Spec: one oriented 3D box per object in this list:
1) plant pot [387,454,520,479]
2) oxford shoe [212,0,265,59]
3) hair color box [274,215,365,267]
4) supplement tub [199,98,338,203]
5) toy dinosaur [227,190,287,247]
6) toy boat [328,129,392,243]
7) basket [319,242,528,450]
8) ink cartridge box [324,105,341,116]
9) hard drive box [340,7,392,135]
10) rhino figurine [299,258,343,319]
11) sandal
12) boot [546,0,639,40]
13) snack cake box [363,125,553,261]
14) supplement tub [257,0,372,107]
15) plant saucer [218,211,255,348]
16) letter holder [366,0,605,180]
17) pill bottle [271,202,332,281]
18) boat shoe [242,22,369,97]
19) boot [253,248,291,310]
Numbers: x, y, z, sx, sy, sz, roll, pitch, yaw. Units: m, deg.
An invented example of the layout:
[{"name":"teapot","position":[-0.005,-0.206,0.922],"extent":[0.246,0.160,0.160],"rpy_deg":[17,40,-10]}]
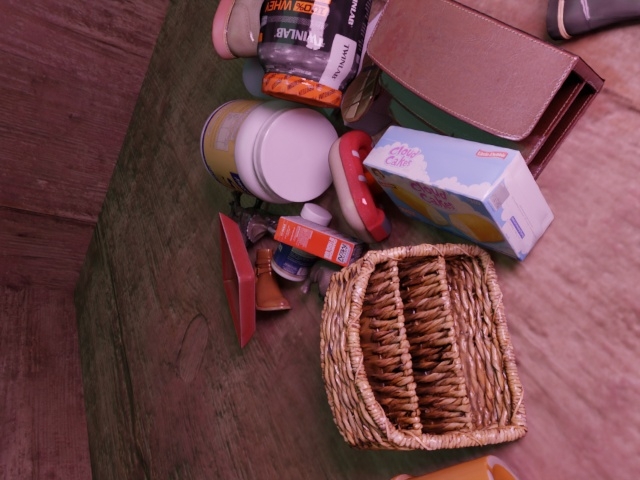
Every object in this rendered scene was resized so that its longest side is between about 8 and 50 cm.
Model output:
[{"name":"plant pot","position":[0.187,0.393,0.667],"extent":[0.188,0.205,0.205],"rpy_deg":[-42,47,19]},{"name":"oxford shoe","position":[-0.129,-0.611,1.200],"extent":[0.147,0.140,0.396],"rpy_deg":[11,83,21]},{"name":"hair color box","position":[0.000,0.000,1.034],"extent":[0.167,0.093,0.053],"rpy_deg":[20,100,18]},{"name":"supplement tub","position":[-0.128,-0.219,1.210],"extent":[0.331,0.241,0.240],"rpy_deg":[23,99,54]},{"name":"toy dinosaur","position":[-0.220,-0.035,1.388],"extent":[0.314,0.121,0.160],"rpy_deg":[-29,52,43]},{"name":"toy boat","position":[0.110,-0.118,0.974],"extent":[0.151,0.151,0.231],"rpy_deg":[-22,60,15]},{"name":"basket","position":[0.140,0.158,0.764],"extent":[0.223,0.214,0.299],"rpy_deg":[-27,60,48]},{"name":"ink cartridge box","position":[0.029,-0.337,1.210],"extent":[0.048,0.028,0.083],"rpy_deg":[-53,43,31]},{"name":"hard drive box","position":[0.140,-0.357,1.016],"extent":[0.232,0.089,0.181],"rpy_deg":[-34,55,44]},{"name":"rhino figurine","position":[0.045,0.123,1.023],"extent":[0.243,0.073,0.106],"rpy_deg":[47,121,47]},{"name":"sandal","position":[0.098,-0.301,0.948],"extent":[0.072,0.049,0.180],"rpy_deg":[12,77,48]},{"name":"boot","position":[0.405,-0.389,0.692],"extent":[0.137,0.077,0.197],"rpy_deg":[13,104,50]},{"name":"snack cake box","position":[0.205,-0.082,0.781],"extent":[0.089,0.152,0.264],"rpy_deg":[-52,36,-6]},{"name":"supplement tub","position":[-0.007,-0.443,0.973],"extent":[0.207,0.207,0.337],"rpy_deg":[24,106,54]},{"name":"plant saucer","position":[-0.210,0.098,1.276],"extent":[0.259,0.048,0.258],"rpy_deg":[-118,25,-45]},{"name":"letter holder","position":[0.212,-0.222,0.759],"extent":[0.302,0.152,0.214],"rpy_deg":[43,118,30]},{"name":"pill bottle","position":[-0.041,0.002,1.153],"extent":[0.169,0.094,0.094],"rpy_deg":[-62,39,20]},{"name":"boat shoe","position":[-0.028,-0.455,1.231],"extent":[0.367,0.156,0.135],"rpy_deg":[-16,94,41]},{"name":"boot","position":[-0.130,0.097,1.258],"extent":[0.197,0.073,0.152],"rpy_deg":[6,91,57]}]
